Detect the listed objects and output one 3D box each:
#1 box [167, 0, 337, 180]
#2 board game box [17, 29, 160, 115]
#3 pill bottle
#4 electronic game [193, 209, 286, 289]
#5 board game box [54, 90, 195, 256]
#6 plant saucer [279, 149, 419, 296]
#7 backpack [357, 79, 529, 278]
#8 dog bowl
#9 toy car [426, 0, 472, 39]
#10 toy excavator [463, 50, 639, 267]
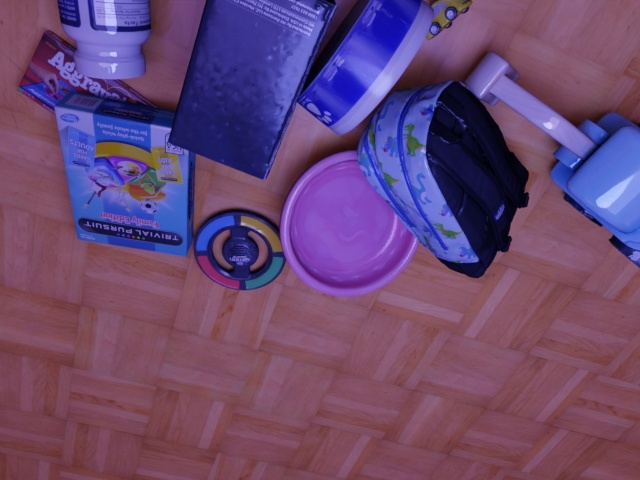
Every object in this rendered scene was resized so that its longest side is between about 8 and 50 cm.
[{"bbox_3d":[-0.115,-0.313,0.826,0.182,0.296,0.294,19,119,-12],"label":"box"},{"bbox_3d":[-0.468,-0.286,0.998,0.281,0.027,0.145,34,114,-19],"label":"board game box"},{"bbox_3d":[-0.382,-0.433,0.836,0.153,0.153,0.265,6,121,-4],"label":"pill bottle"},{"bbox_3d":[-0.198,0.029,1.176,0.229,0.048,0.229,0,121,-1],"label":"electronic game"},{"bbox_3d":[-0.407,-0.128,1.034,0.253,0.079,0.336,9,129,-6],"label":"board game box"},{"bbox_3d":[0.066,-0.040,1.071,0.332,0.084,0.332,-5,108,-15],"label":"plant saucer"},{"bbox_3d":[0.241,-0.141,0.934,0.290,0.273,0.355,-62,143,-13],"label":"backpack"},{"bbox_3d":[0.070,-0.325,0.838,0.104,0.265,0.265,33,115,-16],"label":"dog bowl"},{"bbox_3d":[0.269,-0.447,0.802,0.239,0.225,0.053,-36,95,20],"label":"toy car"},{"bbox_3d":[0.533,-0.176,0.934,0.445,0.433,0.222,14,125,-42],"label":"toy excavator"}]
